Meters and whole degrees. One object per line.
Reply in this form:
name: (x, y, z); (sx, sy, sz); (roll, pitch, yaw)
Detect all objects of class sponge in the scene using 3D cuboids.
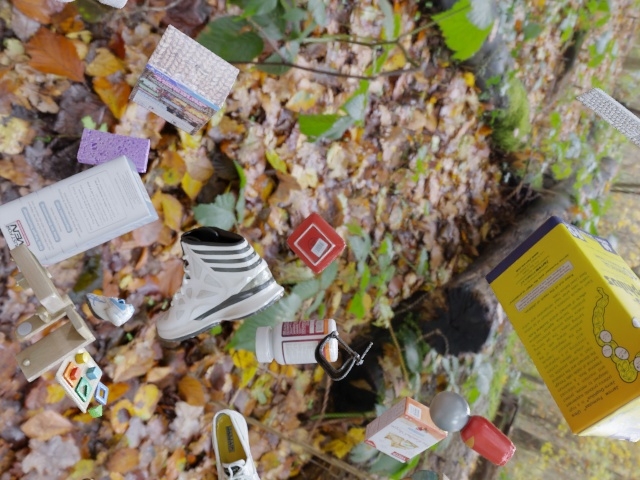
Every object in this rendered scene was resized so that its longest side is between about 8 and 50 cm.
sponge: (-0.669, -0.293, 1.816); (0.031, 0.210, 0.117); (120, -25, -62)

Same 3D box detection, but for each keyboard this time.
keyboard: (0.741, -0.284, 1.355); (0.014, 0.256, 0.072); (-56, -174, -14)

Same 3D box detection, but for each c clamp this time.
c clamp: (0.053, 0.289, 1.449); (0.022, 0.161, 0.137); (33, 89, -41)

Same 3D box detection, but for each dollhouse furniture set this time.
dollhouse furniture set: (-0.487, 0.121, 0.924); (0.123, 0.144, 0.151); (-35, 157, -18)

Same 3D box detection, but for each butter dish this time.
butter dish: (0.000, 0.000, 1.851); (0.160, 0.160, 0.118); (-46, 173, 25)

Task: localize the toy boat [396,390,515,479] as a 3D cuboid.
toy boat: (0.177, 0.415, 0.937); (0.318, 0.148, 0.267); (-54, 166, 0)

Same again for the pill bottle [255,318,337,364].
pill bottle: (-0.066, 0.288, 1.581); (0.121, 0.221, 0.121); (-4, 90, -85)

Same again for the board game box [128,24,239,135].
board game box: (-0.421, -0.473, 1.697); (0.232, 0.291, 0.141); (29, 70, -23)

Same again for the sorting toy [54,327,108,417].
sorting toy: (-0.790, 0.441, 1.855); (0.196, 0.047, 0.347); (-95, 167, -56)

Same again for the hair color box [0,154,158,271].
hair color box: (-0.667, -0.072, 1.541); (0.374, 0.185, 0.113); (-24, -179, -6)

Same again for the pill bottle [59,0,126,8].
pill bottle: (-0.563, -0.596, 1.047); (0.408, 0.229, 0.229); (9, 103, -34)

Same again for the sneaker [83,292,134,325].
sneaker: (-0.720, 0.225, 1.893); (0.086, 0.237, 0.085); (-38, 129, -40)

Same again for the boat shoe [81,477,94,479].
boat shoe: (-0.474, 0.552, 1.128); (0.045, 0.050, 0.135); (48, 44, -67)

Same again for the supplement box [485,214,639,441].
supplement box: (0.504, 0.159, 1.033); (0.194, 0.356, 0.195); (17, 128, -33)

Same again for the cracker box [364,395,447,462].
cracker box: (0.262, 0.590, 1.729); (0.232, 0.156, 0.067); (-52, -168, 41)

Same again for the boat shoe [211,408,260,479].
boat shoe: (-0.241, 0.658, 1.590); (0.156, 0.136, 0.367); (72, 3, -64)

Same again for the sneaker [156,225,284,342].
sneaker: (-0.318, 0.101, 1.485); (0.257, 0.447, 0.169); (62, 34, -7)
